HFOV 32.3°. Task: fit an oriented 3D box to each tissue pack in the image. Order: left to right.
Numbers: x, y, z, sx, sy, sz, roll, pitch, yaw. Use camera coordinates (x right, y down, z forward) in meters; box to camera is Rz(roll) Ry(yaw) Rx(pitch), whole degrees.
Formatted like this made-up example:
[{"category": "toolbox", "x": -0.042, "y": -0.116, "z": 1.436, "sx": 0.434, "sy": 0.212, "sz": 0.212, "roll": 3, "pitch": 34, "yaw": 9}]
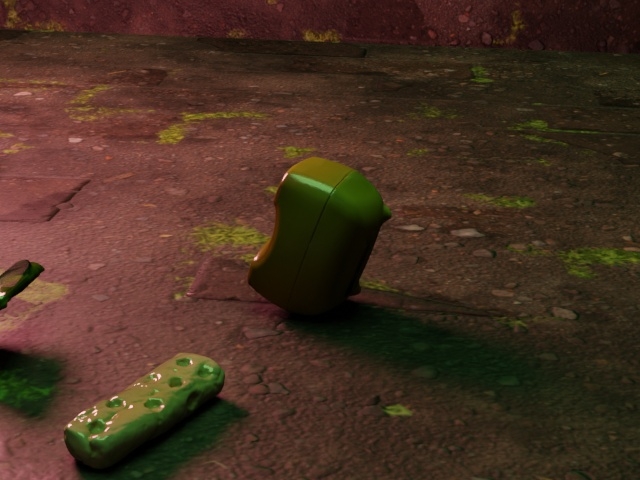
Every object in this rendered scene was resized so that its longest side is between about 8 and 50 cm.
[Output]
[{"category": "tissue pack", "x": 0.000, "y": 0.000, "z": 1.315, "sx": 0.127, "sy": 0.178, "sz": 0.123, "roll": 26, "pitch": 26, "yaw": 12}]

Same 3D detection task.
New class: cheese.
[{"category": "cheese", "x": -0.163, "y": 0.158, "z": 1.051, "sx": 0.065, "sy": 0.043, "sz": 0.194, "roll": 11, "pitch": 21, "yaw": 29}]

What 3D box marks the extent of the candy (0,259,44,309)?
[{"category": "candy", "x": -0.428, "y": 0.083, "z": 1.202, "sx": 0.246, "sy": 0.069, "sz": 0.149, "roll": -10, "pitch": 16, "yaw": 4}]
